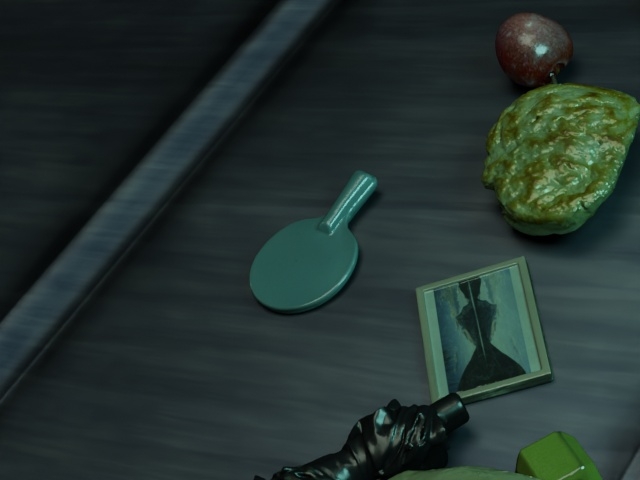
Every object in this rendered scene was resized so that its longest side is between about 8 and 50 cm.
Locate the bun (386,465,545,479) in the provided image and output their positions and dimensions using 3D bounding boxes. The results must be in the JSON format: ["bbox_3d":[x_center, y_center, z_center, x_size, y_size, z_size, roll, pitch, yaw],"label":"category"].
[{"bbox_3d":[0.169,0.382,1.415,0.362,0.234,0.326,23,78,4],"label":"bun"}]

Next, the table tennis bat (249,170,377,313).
[{"bbox_3d":[0.000,0.000,2.051,0.153,0.040,0.244,18,61,37],"label":"table tennis bat"}]

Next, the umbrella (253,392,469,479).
[{"bbox_3d":[0.048,0.255,1.721,0.272,0.122,0.110,-32,85,-12],"label":"umbrella"}]

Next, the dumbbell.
[{"bbox_3d":[0.157,0.313,1.598,0.302,0.121,0.108,-27,13,-1],"label":"dumbbell"}]

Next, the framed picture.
[{"bbox_3d":[0.198,0.112,1.853,0.150,0.015,0.203,-16,42,12],"label":"framed picture"}]

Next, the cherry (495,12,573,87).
[{"bbox_3d":[0.329,-0.242,2.108,0.107,0.090,0.225,-28,57,-25],"label":"cherry"}]

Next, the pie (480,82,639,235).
[{"bbox_3d":[0.312,-0.109,1.965,0.201,0.090,0.248,6,55,32],"label":"pie"}]
